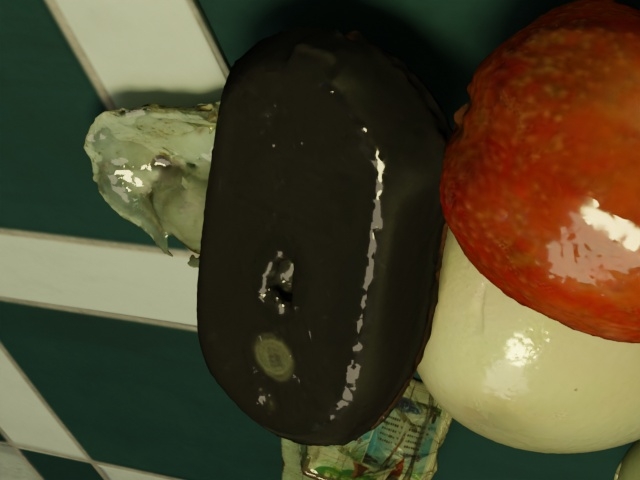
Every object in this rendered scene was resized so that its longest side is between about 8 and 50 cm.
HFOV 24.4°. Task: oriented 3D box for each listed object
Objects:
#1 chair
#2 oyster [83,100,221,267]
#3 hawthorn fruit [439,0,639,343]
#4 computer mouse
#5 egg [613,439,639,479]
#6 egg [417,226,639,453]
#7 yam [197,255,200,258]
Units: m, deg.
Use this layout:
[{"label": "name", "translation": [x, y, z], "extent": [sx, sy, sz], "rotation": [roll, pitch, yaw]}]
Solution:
[{"label": "chair", "translation": [0.046, 0.179, 1.406], "extent": [0.147, 0.136, 0.270], "rotation": [18, 146, 8]}, {"label": "oyster", "translation": [-0.073, -0.061, 1.179], "extent": [0.252, 0.087, 0.199], "rotation": [-39, 91, 35]}, {"label": "hawthorn fruit", "translation": [0.203, -0.032, 0.925], "extent": [0.253, 0.205, 0.205], "rotation": [26, 149, 12]}, {"label": "computer mouse", "translation": [0.002, -0.001, 1.064], "extent": [0.183, 0.116, 0.323], "rotation": [21, 121, 22]}, {"label": "egg", "translation": [0.336, 0.225, 1.240], "extent": [0.183, 0.183, 0.217], "rotation": [28, 159, -5]}, {"label": "egg", "translation": [0.172, 0.089, 1.155], "extent": [0.264, 0.174, 0.286], "rotation": [6, 148, 33]}, {"label": "yam", "translation": [-0.060, 0.088, 1.451], "extent": [0.027, 0.029, 0.234], "rotation": [33, 162, 44]}]
